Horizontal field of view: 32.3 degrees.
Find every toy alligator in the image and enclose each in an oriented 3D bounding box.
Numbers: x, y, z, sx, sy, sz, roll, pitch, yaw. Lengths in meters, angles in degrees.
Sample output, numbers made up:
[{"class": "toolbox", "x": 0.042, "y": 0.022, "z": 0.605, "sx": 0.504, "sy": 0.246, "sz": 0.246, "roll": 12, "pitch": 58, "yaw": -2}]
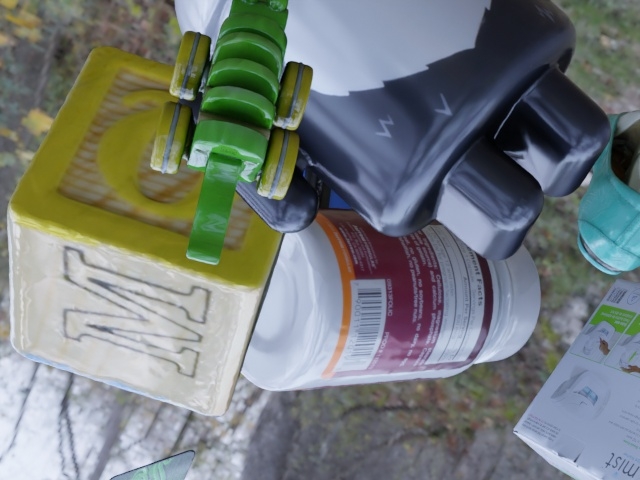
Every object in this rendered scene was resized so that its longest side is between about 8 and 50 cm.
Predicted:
[{"class": "toy alligator", "x": -0.030, "y": -0.079, "z": 0.461, "sx": 0.056, "sy": 0.190, "sz": 0.051, "roll": 15, "pitch": 146, "yaw": -8}]

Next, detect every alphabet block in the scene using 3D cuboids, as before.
[{"class": "alphabet block", "x": -0.129, "y": -0.004, "z": 0.891, "sx": 0.193, "sy": 0.192, "sz": 0.197, "roll": 17, "pitch": 142, "yaw": -2}]

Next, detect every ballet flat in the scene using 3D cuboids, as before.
[{"class": "ballet flat", "x": 0.275, "y": -0.063, "z": 0.940, "sx": 0.083, "sy": 0.087, "sz": 0.247, "roll": 36, "pitch": -145, "yaw": -5}]

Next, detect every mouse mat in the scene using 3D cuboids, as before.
[{"class": "mouse mat", "x": -0.273, "y": 0.393, "z": 1.664, "sx": 0.152, "sy": 0.190, "sz": 0.007, "roll": -13, "pitch": -131, "yaw": -37}]

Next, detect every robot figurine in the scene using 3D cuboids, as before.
[{"class": "robot figurine", "x": 0.039, "y": -0.116, "z": 0.665, "sx": 0.278, "sy": 0.173, "sz": 0.209, "roll": 44, "pitch": -140, "yaw": 12}]

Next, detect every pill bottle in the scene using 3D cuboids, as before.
[{"class": "pill bottle", "x": 0.085, "y": 0.071, "z": 1.420, "sx": 0.392, "sy": 0.224, "sz": 0.224, "roll": 1, "pitch": -159, "yaw": -39}]

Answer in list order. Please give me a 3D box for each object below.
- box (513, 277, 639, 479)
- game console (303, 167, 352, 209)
[{"class": "box", "x": 0.369, "y": 0.179, "z": 1.211, "sx": 0.127, "sy": 0.231, "sz": 0.262, "roll": 37, "pitch": 173, "yaw": -16}, {"class": "game console", "x": 0.000, "y": 0.000, "z": 1.663, "sx": 0.250, "sy": 0.293, "sz": 0.173, "roll": 3, "pitch": 172, "yaw": 40}]
